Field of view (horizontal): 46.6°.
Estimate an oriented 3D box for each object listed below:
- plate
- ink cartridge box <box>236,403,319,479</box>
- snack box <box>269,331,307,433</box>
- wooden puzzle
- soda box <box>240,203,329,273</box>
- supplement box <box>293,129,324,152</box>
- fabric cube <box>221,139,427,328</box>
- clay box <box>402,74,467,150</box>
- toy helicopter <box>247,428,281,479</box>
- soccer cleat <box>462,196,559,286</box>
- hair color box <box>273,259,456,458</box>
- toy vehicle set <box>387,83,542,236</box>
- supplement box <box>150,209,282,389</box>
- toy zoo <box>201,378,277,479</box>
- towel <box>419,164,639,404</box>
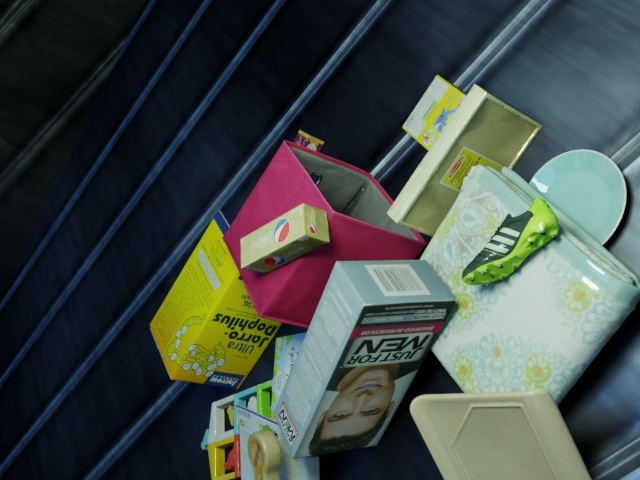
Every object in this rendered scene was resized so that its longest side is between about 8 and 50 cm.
[{"bbox_3d":[0.409,-0.055,1.200,0.188,0.024,0.188,-22,59,43],"label":"plate"},{"bbox_3d":[-0.086,0.458,1.504,0.223,0.045,0.223,9,105,48],"label":"ink cartridge box"},{"bbox_3d":[-0.024,0.298,1.540,0.174,0.070,0.207,-17,62,48],"label":"snack box"},{"bbox_3d":[0.275,0.318,1.113,0.239,0.044,0.221,-17,104,44],"label":"wooden puzzle"},{"bbox_3d":[-0.067,0.000,1.317,0.181,0.058,0.061,-26,58,41],"label":"soda box"},{"bbox_3d":[-0.038,-0.213,1.775,0.043,0.055,0.083,38,106,50],"label":"supplement box"},{"bbox_3d":[0.000,0.000,1.487,0.258,0.254,0.259,-55,42,22],"label":"fabric cube"},{"bbox_3d":[0.261,-0.212,1.418,0.127,0.053,0.222,-56,42,18],"label":"clay box"},{"bbox_3d":[-0.098,0.538,1.423,0.235,0.140,0.355,-7,89,60],"label":"toy helicopter"},{"bbox_3d":[0.283,0.006,1.125,0.179,0.060,0.072,-42,40,34],"label":"soccer cleat"},{"bbox_3d":[0.066,0.210,1.295,0.113,0.185,0.374,59,138,43],"label":"hair color box"},{"bbox_3d":[0.254,-0.124,1.300,0.267,0.166,0.035,-57,41,17],"label":"toy vehicle set"},{"bbox_3d":[-0.214,0.144,1.731,0.356,0.194,0.195,-57,40,18],"label":"supplement box"},{"bbox_3d":[-0.180,0.445,1.700,0.293,0.030,0.192,-30,54,40],"label":"toy zoo"},{"bbox_3d":[0.299,0.088,1.206,0.374,0.090,0.320,55,127,46],"label":"towel"}]
